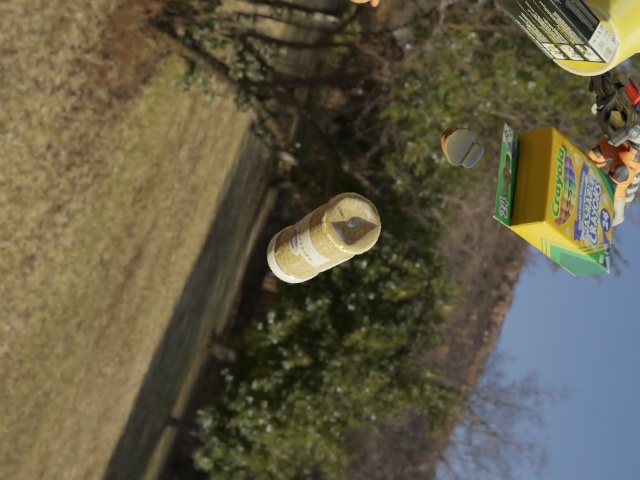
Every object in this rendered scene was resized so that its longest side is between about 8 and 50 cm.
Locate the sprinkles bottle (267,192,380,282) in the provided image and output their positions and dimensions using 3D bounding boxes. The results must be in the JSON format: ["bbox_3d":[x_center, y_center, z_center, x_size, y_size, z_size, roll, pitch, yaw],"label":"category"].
[{"bbox_3d":[0.000,0.000,2.003,0.355,0.121,0.121,151,-44,-66],"label":"sprinkles bottle"}]

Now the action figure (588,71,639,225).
[{"bbox_3d":[0.659,-0.236,2.126,0.341,0.178,0.330,-83,-167,-52],"label":"action figure"}]

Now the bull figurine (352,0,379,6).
[{"bbox_3d":[0.034,-0.502,1.456,0.188,0.101,0.311,-127,-155,-59],"label":"bull figurine"}]

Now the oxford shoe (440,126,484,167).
[{"bbox_3d":[0.275,-0.201,2.045,0.076,0.076,0.212,-52,161,6],"label":"oxford shoe"}]

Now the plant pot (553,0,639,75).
[{"bbox_3d":[0.542,-0.442,1.866,0.239,0.254,0.254,-46,167,-31],"label":"plant pot"}]

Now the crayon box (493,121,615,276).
[{"bbox_3d":[0.463,-0.080,1.925,0.083,0.323,0.203,-9,-117,42],"label":"crayon box"}]

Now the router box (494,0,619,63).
[{"bbox_3d":[0.385,-0.361,1.624,0.133,0.179,0.046,21,-102,55],"label":"router box"}]
